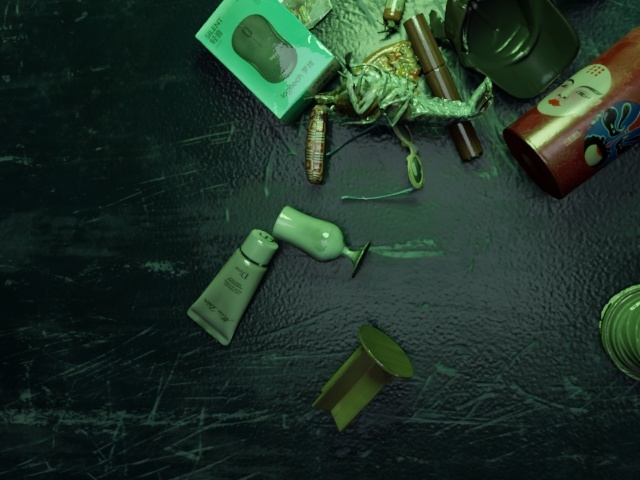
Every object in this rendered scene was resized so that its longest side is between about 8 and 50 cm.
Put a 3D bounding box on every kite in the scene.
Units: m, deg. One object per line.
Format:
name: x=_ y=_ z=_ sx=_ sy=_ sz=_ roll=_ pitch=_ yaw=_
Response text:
kite: x=-0.076 y=-0.642 z=1.353 sx=0.141 sy=0.015 sz=0.245 roll=-27 pitch=89 yaw=12

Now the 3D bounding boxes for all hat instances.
hat: x=0.407 y=-0.488 z=1.222 sx=0.336 sy=0.209 sz=0.238 roll=38 pitch=110 yaw=-22

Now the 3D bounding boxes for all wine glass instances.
wine glass: x=0.000 y=0.000 z=1.330 sx=0.230 sy=0.103 sz=0.103 roll=25 pitch=97 yaw=11

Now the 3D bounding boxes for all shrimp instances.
shrimp: x=0.168 y=-0.324 z=1.200 sx=0.410 sy=0.221 sz=0.166 roll=15 pitch=128 yaw=1

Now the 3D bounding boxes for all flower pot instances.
flower pot: x=0.759 y=0.215 z=1.190 sx=0.235 sy=0.140 sz=0.236 roll=1 pitch=93 yaw=12

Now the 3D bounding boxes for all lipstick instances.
lipstick: x=0.291 y=-0.355 z=1.264 sx=0.057 sy=0.057 sz=0.357 roll=-24 pitch=96 yaw=10

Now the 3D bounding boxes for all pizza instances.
pizza: x=0.185 y=-0.380 z=1.303 sx=0.185 sy=0.052 sz=0.195 roll=-27 pitch=87 yaw=12

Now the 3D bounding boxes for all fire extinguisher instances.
fire extinguisher: x=0.179 y=-0.582 z=1.294 sx=0.062 sy=0.050 sz=0.178 roll=12 pitch=95 yaw=-17

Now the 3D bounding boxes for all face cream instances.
face cream: x=-0.219 y=0.115 z=1.390 sx=0.143 sy=0.089 sz=0.315 roll=36 pitch=109 yaw=7

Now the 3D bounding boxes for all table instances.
table: x=0.091 y=0.345 z=1.314 sx=0.167 sy=0.167 sz=0.227 roll=41 pitch=108 yaw=6

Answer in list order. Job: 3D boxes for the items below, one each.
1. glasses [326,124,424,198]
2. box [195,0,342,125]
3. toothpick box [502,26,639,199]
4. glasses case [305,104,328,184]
glasses: x=0.131 y=-0.188 z=1.303 sx=0.220 sy=0.088 sz=0.190 roll=-18 pitch=90 yaw=10
box: x=-0.125 y=-0.463 z=1.317 sx=0.311 sy=0.118 sz=0.205 roll=46 pitch=100 yaw=5
toothpick box: x=0.595 y=-0.269 z=1.162 sx=0.333 sy=0.204 sz=0.204 roll=-39 pitch=86 yaw=9
glasses case: x=-0.013 y=-0.237 z=1.332 sx=0.049 sy=0.073 sz=0.195 roll=4 pitch=93 yaw=4
